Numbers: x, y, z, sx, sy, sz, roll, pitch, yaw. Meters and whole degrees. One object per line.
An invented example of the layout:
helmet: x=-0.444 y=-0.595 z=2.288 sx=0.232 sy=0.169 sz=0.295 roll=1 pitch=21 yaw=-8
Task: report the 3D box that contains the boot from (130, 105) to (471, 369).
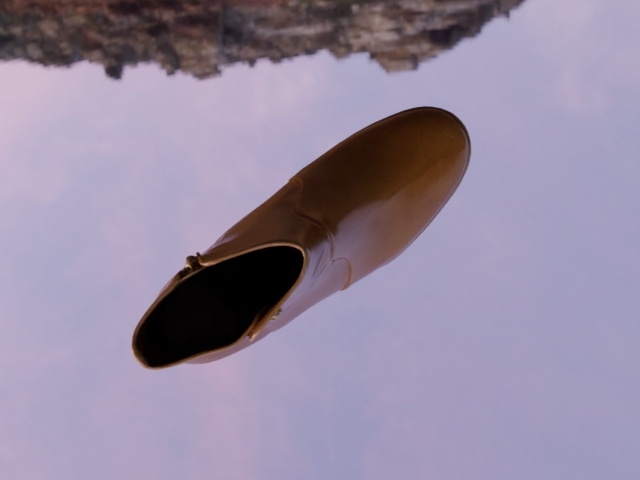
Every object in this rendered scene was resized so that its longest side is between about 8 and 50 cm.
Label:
boot: x=-0.001 y=0.000 z=0.871 sx=0.295 sy=0.211 sz=0.104 roll=-37 pitch=-89 yaw=2
